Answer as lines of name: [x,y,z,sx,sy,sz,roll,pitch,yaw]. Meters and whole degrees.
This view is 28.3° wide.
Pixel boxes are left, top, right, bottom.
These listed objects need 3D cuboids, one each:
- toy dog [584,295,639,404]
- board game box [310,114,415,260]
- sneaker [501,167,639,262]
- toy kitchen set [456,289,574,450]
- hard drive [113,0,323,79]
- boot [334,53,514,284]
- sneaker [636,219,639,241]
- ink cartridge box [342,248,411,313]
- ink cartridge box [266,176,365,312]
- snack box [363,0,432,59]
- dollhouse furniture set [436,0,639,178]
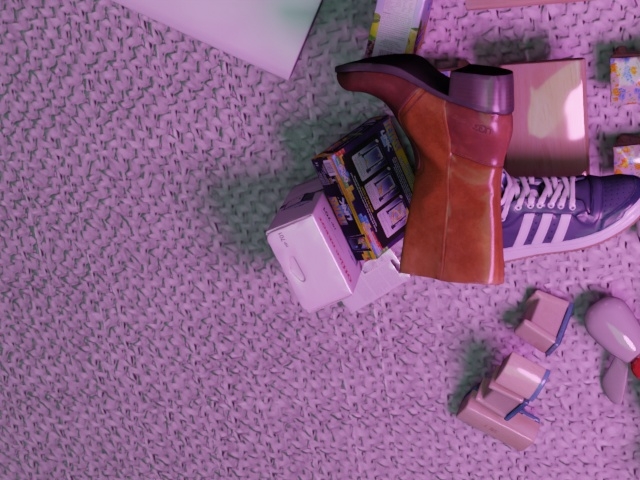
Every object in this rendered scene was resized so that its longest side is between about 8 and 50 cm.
toy dog: [0.538,0.221,1.922,0.220,0.161,0.333,-17,93,18]
board game box: [0.077,-0.078,1.862,0.048,0.141,0.170,-7,113,47]
sneaker: [0.283,-0.060,1.684,0.282,0.099,0.153,-16,130,25]
toy kitchen set: [0.325,0.202,1.974,0.122,0.166,0.207,28,149,-2]
hard drive: [-0.161,-0.408,1.822,0.353,0.047,0.233,24,113,0]
boot: [0.129,-0.094,1.643,0.264,0.096,0.280,11,111,27]
sneaker: [0.584,-0.033,1.834,0.258,0.094,0.091,2,132,11]
ink cartridge box: [0.078,0.058,1.974,0.115,0.029,0.063,-31,103,18]
ink cartridge box: [0.000,0.000,1.876,0.082,0.190,0.139,-22,106,17]
snack box: [0.123,-0.350,1.728,0.070,0.174,0.207,14,113,5]
dollhouse furniture set: [0.297,-0.212,1.709,0.362,0.256,0.394,-3,111,11]
